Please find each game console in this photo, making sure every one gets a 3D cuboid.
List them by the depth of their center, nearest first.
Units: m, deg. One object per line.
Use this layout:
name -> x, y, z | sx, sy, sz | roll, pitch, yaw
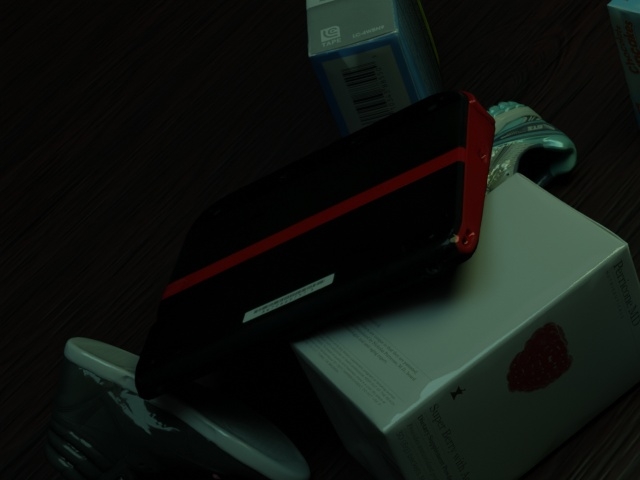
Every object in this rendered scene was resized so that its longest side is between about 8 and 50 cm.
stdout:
game console -> 0.000, 0.000, 1.608 | 0.386, 0.060, 0.342 | -25, 26, 22

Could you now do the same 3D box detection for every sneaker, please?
sneaker -> -0.157, 0.225, 1.615 | 0.296, 0.104, 0.147 | 25, 100, 15
sneaker -> 0.170, -0.048, 1.724 | 0.283, 0.110, 0.122 | -43, 46, -20

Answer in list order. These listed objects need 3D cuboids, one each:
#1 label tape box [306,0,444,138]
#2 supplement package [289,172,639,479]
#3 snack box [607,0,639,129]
label tape box -> 0.068, -0.240, 1.870 | 0.115, 0.249, 0.348 | -17, 41, 10
supplement package -> 0.155, 0.108, 1.506 | 0.293, 0.177, 0.175 | -37, 40, -12
snack box -> 0.460, -0.285, 1.768 | 0.322, 0.187, 0.060 | -44, 43, -22
